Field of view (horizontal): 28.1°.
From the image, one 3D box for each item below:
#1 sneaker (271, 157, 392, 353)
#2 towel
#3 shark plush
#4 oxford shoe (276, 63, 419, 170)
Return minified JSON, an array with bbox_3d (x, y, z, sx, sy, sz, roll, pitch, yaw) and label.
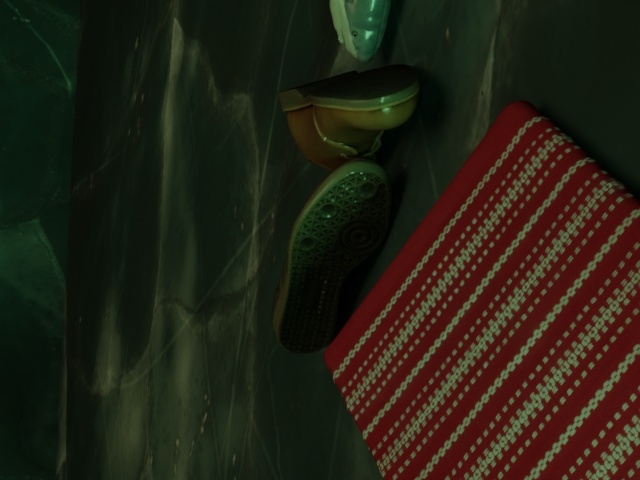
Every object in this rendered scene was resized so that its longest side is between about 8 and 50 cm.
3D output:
[{"bbox_3d":[0.000,0.000,0.965,0.071,0.066,0.188,-97,24,-48],"label":"sneaker"},{"bbox_3d":[0.097,0.057,0.637,0.199,0.031,0.275,-55,28,15],"label":"towel"},{"bbox_3d":[0.055,-0.214,0.943,0.161,0.073,0.067,-53,50,19],"label":"shark plush"},{"bbox_3d":[0.027,-0.085,0.934,0.212,0.076,0.076,-166,60,-76],"label":"oxford shoe"}]
